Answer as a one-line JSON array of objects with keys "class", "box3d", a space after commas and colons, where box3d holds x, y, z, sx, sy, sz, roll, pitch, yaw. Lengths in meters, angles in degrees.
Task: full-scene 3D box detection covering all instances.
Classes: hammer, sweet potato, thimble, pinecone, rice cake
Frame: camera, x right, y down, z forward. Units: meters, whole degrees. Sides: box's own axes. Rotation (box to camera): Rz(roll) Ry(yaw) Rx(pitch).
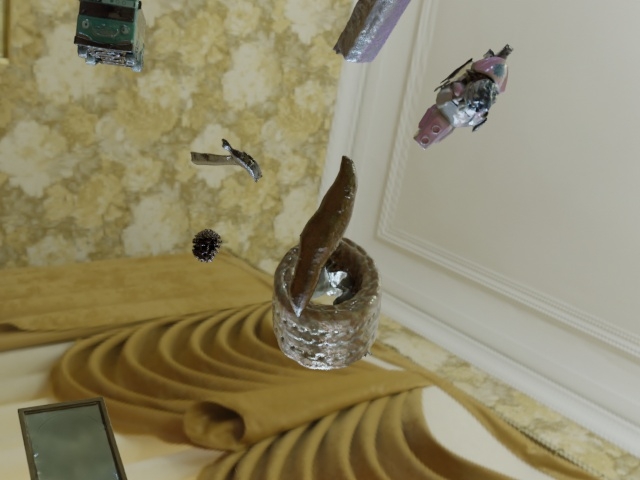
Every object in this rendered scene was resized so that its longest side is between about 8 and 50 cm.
[{"class": "hammer", "box3d": [-0.216, -0.172, 1.597, 0.027, 0.125, 0.297, -55, -151, -14]}, {"class": "sweet potato", "box3d": [0.000, 0.000, 1.177, 0.067, 0.067, 0.274, 33, -73, 41]}, {"class": "thimble", "box3d": [0.009, 0.111, 1.361, 0.229, 0.196, 0.148, -107, -163, -52]}, {"class": "pinecone", "box3d": [-0.277, 0.013, 1.850, 0.077, 0.077, 0.083, 25, -65, 44]}, {"class": "rice cake", "box3d": [0.131, -0.434, 1.254, 0.399, 0.070, 0.064, -52, -131, 51]}]

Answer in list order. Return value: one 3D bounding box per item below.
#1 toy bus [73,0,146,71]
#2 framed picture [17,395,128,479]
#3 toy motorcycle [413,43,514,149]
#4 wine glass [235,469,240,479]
[{"class": "toy bus", "box3d": [-0.271, -0.275, 0.989, 0.160, 0.079, 0.092, -145, -119, -79]}, {"class": "framed picture", "box3d": [-0.382, 0.329, 1.171, 0.201, 0.136, 0.010, 57, -42, 41]}, {"class": "toy motorcycle", "box3d": [0.259, -0.253, 1.368, 0.108, 0.204, 0.239, 27, -70, -4]}, {"class": "wine glass", "box3d": [-0.240, 0.531, 1.194, 0.238, 0.323, 0.238, 59, -16, 30]}]
